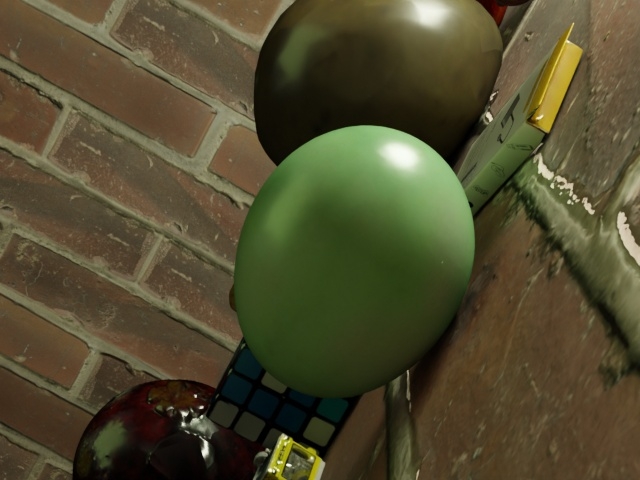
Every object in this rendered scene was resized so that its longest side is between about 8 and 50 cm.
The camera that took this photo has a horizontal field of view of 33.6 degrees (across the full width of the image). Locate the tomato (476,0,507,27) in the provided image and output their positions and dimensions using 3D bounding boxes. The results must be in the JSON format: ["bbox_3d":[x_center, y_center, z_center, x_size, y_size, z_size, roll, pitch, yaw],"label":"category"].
[{"bbox_3d":[0.278,-0.452,1.948,0.233,0.140,0.200,-64,-16,-88],"label":"tomato"}]

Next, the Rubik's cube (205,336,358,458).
[{"bbox_3d":[-0.036,0.169,1.339,0.151,0.154,0.155,-61,2,14],"label":"Rubik's cube"}]

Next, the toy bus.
[{"bbox_3d":[-0.079,0.335,1.278,0.226,0.074,0.081,-59,2,32],"label":"toy bus"}]

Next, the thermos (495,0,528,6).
[{"bbox_3d":[0.307,-0.447,1.733,0.232,0.124,0.099,-80,15,-58],"label":"thermos"}]

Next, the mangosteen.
[{"bbox_3d":[-0.218,0.356,1.567,0.311,0.311,0.311,-60,3,6],"label":"mangosteen"}]

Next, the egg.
[{"bbox_3d":[0.030,0.023,1.011,0.220,0.221,0.269,-72,0,-74],"label":"egg"}]

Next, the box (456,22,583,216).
[{"bbox_3d":[0.205,-0.113,1.136,0.129,0.033,0.247,-62,3,-30],"label":"box"}]

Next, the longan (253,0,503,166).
[{"bbox_3d":[0.078,-0.240,1.619,0.405,0.336,0.404,-21,-4,-2],"label":"longan"}]

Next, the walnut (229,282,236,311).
[{"bbox_3d":[-0.064,0.104,2.008,0.228,0.228,0.228,-60,3,6],"label":"walnut"}]
